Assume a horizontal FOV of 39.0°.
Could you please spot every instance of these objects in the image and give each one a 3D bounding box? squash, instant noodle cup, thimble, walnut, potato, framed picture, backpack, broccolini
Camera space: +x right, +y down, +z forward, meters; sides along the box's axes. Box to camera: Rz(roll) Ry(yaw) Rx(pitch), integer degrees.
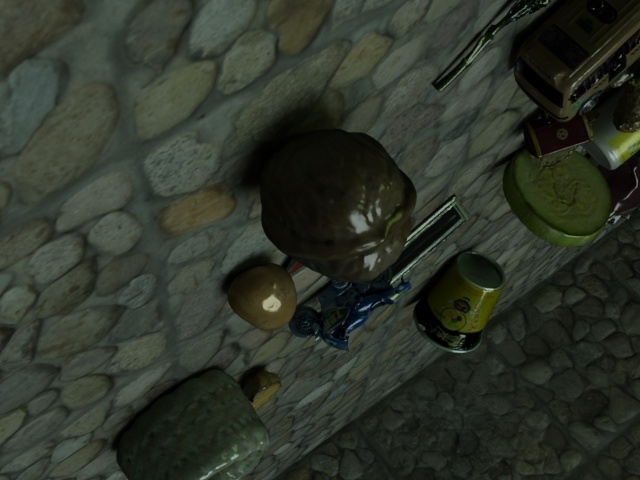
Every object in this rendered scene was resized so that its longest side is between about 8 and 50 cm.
[{"bbox_3d":[0.524,-0.105,1.977,0.252,0.252,0.049,-28,161,-31],"label":"squash"},{"bbox_3d":[0.393,0.159,2.475,0.216,0.215,0.236,-22,148,-42],"label":"instant noodle cup"},{"bbox_3d":[-0.250,0.417,1.825,0.292,0.195,0.291,-33,160,-14],"label":"thimble"},{"bbox_3d":[0.025,-0.047,1.201,0.224,0.224,0.224,-35,162,-13],"label":"walnut"},{"bbox_3d":[-0.091,0.092,1.503,0.112,0.112,0.147,-38,155,-3],"label":"potato"},{"bbox_3d":[0.216,0.018,2.054,0.293,0.018,0.231,-42,162,7],"label":"framed picture"},{"bbox_3d":[0.838,-0.165,2.531,0.317,0.197,0.283,-17,150,-51],"label":"backpack"},{"bbox_3d":[0.246,-0.300,1.331,0.218,0.044,0.042,-40,178,20],"label":"broccolini"}]

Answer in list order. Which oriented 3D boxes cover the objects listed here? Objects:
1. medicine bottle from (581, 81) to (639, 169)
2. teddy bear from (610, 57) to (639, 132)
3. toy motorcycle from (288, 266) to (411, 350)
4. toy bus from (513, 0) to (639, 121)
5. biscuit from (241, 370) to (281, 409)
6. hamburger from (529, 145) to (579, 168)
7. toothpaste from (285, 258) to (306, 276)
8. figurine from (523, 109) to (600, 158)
[{"bbox_3d":[0.731,-0.295,2.103,0.258,0.143,0.143,-41,162,4],"label":"medicine bottle"},{"bbox_3d":[0.711,-0.323,1.867,0.222,0.246,0.296,-45,144,-54],"label":"teddy bear"},{"bbox_3d":[0.063,0.138,1.852,0.254,0.135,0.092,-35,162,-10],"label":"toy motorcycle"},{"bbox_3d":[0.452,-0.338,1.463,0.289,0.139,0.157,-42,158,5],"label":"toy bus"},{"bbox_3d":[-0.152,0.347,2.065,0.118,0.061,0.183,-25,160,-41],"label":"biscuit"},{"bbox_3d":[0.532,-0.231,1.939,0.102,0.087,0.176,-16,141,-54],"label":"hamburger"},{"bbox_3d":[0.000,0.000,1.549,0.089,0.057,0.234,-29,167,-37],"label":"toothpaste"},{"bbox_3d":[0.488,-0.237,1.835,0.154,0.098,0.082,-20,-167,6],"label":"figurine"}]
